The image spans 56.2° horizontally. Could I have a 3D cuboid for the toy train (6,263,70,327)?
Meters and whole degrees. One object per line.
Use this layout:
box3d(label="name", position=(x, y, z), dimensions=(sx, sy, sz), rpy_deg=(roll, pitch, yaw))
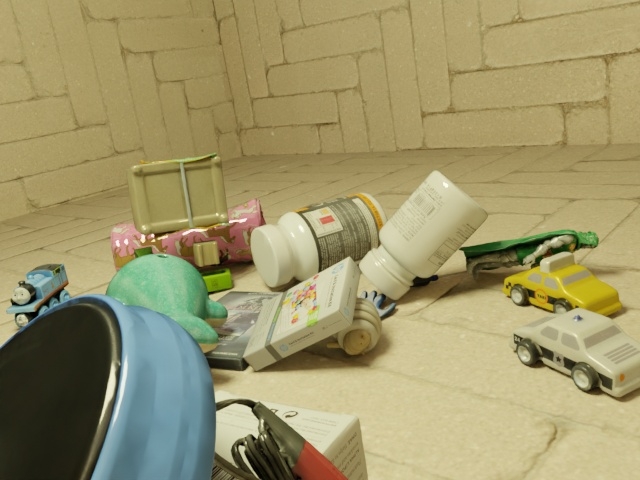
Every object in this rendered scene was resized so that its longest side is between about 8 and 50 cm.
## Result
box3d(label="toy train", position=(-0.622, 0.121, 1.325), dimensions=(0.080, 0.105, 0.184), rpy_deg=(-8, 15, 5))

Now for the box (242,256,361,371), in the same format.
box3d(label="box", position=(-0.027, 0.116, 0.952), dimensions=(0.186, 0.038, 0.145), rpy_deg=(-28, 22, 24))

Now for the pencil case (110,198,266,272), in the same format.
box3d(label="pencil case", position=(-0.325, 0.001, 1.497), dimensions=(0.386, 0.160, 0.167), rpy_deg=(-11, -18, -4))

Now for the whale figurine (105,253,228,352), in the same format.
box3d(label="whale figurine", position=(-0.252, 0.102, 0.978), dimensions=(0.216, 0.141, 0.272), rpy_deg=(4, 7, -27))

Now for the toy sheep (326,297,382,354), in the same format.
box3d(label="toy sheep", position=(0.054, 0.132, 0.951), dimensions=(0.091, 0.091, 0.132), rpy_deg=(-6, 33, 9))

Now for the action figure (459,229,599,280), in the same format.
box3d(label="action figure", position=(0.387, 0.022, 1.102), dimensions=(0.232, 0.063, 0.137), rpy_deg=(-16, -22, 24))

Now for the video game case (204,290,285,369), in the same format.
box3d(label="video game case", position=(-0.156, 0.155, 1.099), dimensions=(0.196, 0.026, 0.274), rpy_deg=(-1, 18, 26))

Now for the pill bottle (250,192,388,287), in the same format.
box3d(label="pill bottle", position=(0.000, 0.000, 1.310), dimensions=(0.279, 0.162, 0.162), rpy_deg=(-17, 17, -27))

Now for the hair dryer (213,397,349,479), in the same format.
box3d(label="hair dryer", position=(0.045, 0.222, 0.452), dimensions=(0.294, 0.080, 0.223), rpy_deg=(19, 43, -33))

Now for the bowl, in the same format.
box3d(label="bowl", position=(-0.245, 0.210, 0.449), dimensions=(0.391, 0.077, 0.391), rpy_deg=(-30, 35, 24))

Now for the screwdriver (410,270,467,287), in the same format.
box3d(label="screwdriver", position=(0.245, 0.070, 1.188), dimensions=(0.170, 0.024, 0.025), rpy_deg=(-10, -14, -12))

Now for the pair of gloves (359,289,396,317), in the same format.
box3d(label="pair of gloves", position=(0.034, 0.119, 1.083), dimensions=(0.198, 0.023, 0.159), rpy_deg=(3, 20, 15))

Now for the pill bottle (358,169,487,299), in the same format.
box3d(label="pill bottle", position=(0.183, -0.005, 1.105), dimensions=(0.229, 0.131, 0.131), rpy_deg=(-49, 9, 13))

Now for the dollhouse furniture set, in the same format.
box3d(label="dollhouse furniture set", position=(-0.316, -0.037, 1.337), dimensions=(0.198, 0.301, 0.151), rpy_deg=(-10, 12, -21))

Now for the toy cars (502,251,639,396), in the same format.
box3d(label="toy cars", position=(0.369, 0.097, 0.897), dimensions=(0.177, 0.087, 0.393), rpy_deg=(-5, 16, 15))

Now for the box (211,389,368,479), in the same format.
box3d(label="box", position=(-0.074, 0.245, 0.558), dimensions=(0.181, 0.119, 0.182), rpy_deg=(1, 18, 32))
